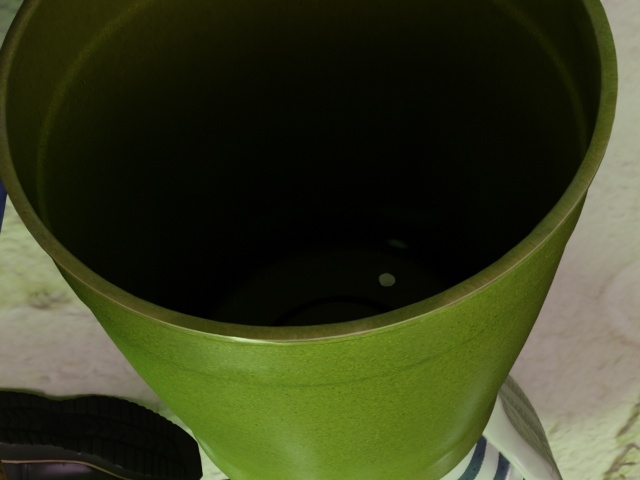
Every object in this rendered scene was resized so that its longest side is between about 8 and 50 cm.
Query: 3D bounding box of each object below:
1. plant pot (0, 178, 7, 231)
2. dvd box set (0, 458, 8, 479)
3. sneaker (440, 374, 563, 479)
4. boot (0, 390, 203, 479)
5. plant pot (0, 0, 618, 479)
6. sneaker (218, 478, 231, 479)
[{"bbox_3d":[-0.330,-0.026,1.041,0.212,0.236,0.236,-10,138,14],"label":"plant pot"},{"bbox_3d":[-0.336,0.203,1.112,0.308,0.420,0.062,-22,132,-7],"label":"dvd box set"},{"bbox_3d":[0.103,0.173,1.531,0.148,0.131,0.350,-30,130,9],"label":"sneaker"},{"bbox_3d":[-0.206,0.191,1.425,0.198,0.077,0.137,16,126,-22],"label":"boot"},{"bbox_3d":[0.000,0.000,1.195,0.366,0.366,0.353,-21,147,-9],"label":"plant pot"},{"bbox_3d":[-0.206,0.269,1.328,0.447,0.169,0.257,-24,149,22],"label":"sneaker"}]
